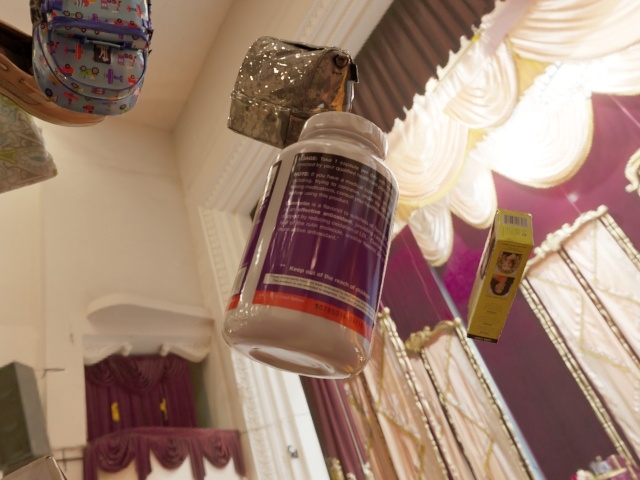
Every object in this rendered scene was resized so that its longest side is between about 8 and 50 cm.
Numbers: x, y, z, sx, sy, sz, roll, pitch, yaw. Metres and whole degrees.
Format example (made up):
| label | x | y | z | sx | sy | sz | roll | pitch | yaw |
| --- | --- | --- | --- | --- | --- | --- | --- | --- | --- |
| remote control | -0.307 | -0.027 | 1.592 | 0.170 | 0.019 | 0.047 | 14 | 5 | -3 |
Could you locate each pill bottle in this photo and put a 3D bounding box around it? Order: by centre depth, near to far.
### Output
| label | x | y | z | sx | sy | sz | roll | pitch | yaw |
| --- | --- | --- | --- | --- | --- | --- | --- | --- | --- |
| pill bottle | 0.000 | 0.000 | 0.696 | 0.181 | 0.323 | 0.181 | 12 | -25 | 5 |

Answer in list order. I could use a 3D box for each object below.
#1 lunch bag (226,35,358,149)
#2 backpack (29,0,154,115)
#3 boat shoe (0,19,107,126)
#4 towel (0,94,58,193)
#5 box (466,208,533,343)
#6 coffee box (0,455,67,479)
| label | x | y | z | sx | sy | sz | roll | pitch | yaw |
| --- | --- | --- | --- | --- | --- | --- | --- | --- | --- |
| lunch bag | -0.067 | -0.370 | 1.359 | 0.212 | 0.305 | 0.256 | -9 | -63 | -45 |
| backpack | -0.309 | -0.266 | 0.738 | 0.158 | 0.173 | 0.117 | 2 | -9 | -35 |
| boat shoe | -0.507 | -0.302 | 0.973 | 0.110 | 0.121 | 0.341 | -20 | -16 | 25 |
| towel | -0.772 | -0.256 | 1.098 | 0.320 | 0.374 | 0.090 | -26 | 7 | -31 |
| box | 0.297 | 0.065 | 0.910 | 0.058 | 0.087 | 0.232 | 10 | -50 | 10 |
| coffee box | -0.253 | 0.355 | 0.513 | 0.119 | 0.168 | 0.297 | -24 | -32 | -29 |
